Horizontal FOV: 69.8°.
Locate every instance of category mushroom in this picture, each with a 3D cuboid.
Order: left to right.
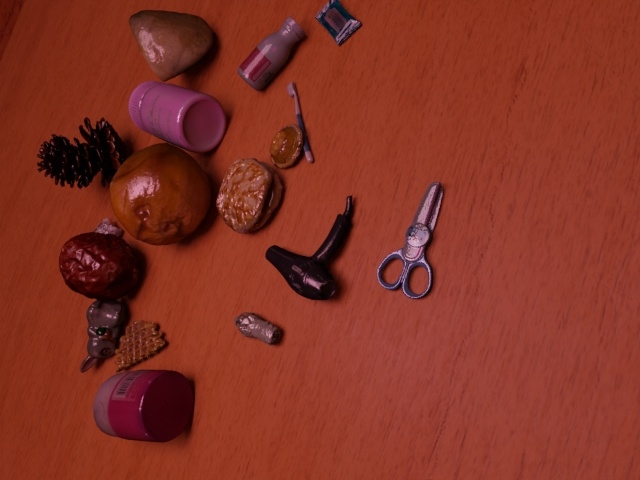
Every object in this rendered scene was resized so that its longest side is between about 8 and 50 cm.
[{"bbox_3d":[-0.483,-0.686,1.508,0.217,0.212,0.292,-32,33,7],"label":"mushroom"}]

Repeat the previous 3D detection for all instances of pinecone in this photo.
[{"bbox_3d":[-0.810,-0.292,1.565,0.246,0.292,0.246,34,135,42],"label":"pinecone"}]

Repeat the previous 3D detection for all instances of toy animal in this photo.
[{"bbox_3d":[-0.671,0.296,1.425,0.138,0.108,0.236,-112,33,-71],"label":"toy animal"}]

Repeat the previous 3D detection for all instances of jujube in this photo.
[{"bbox_3d":[-0.674,0.074,1.412,0.232,0.213,0.213,26,91,26],"label":"jujube"}]

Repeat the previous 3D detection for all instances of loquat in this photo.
[{"bbox_3d":[-0.452,-0.131,1.315,0.276,0.276,0.284,-48,39,11],"label":"loquat"}]

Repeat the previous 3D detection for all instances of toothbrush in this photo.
[{"bbox_3d":[-0.058,-0.327,1.262,0.025,0.019,0.276,-27,63,29],"label":"toothbrush"}]

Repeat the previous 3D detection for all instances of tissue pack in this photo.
[{"bbox_3d":[0.048,-0.611,1.276,0.085,0.028,0.138,-41,64,19],"label":"tissue pack"}]

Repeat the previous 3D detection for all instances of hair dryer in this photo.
[{"bbox_3d":[0.000,0.000,1.115,0.235,0.091,0.272,31,81,45],"label":"hair dryer"}]

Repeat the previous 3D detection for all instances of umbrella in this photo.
[{"bbox_3d":[-0.161,0.218,1.146,0.143,0.062,0.067,11,112,33],"label":"umbrella"}]

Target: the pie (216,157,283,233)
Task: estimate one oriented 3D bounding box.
[{"bbox_3d":[-0.196,-0.120,1.247,0.178,0.084,0.205,18,88,36],"label":"pie"}]

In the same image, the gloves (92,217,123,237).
[{"bbox_3d":[-0.745,0.002,1.560,0.114,0.070,0.153,33,96,34],"label":"gloves"}]

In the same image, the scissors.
[{"bbox_3d":[0.212,-0.005,0.992,0.125,0.030,0.256,19,89,33],"label":"scissors"}]

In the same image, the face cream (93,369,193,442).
[{"bbox_3d":[-0.460,0.427,1.196,0.194,0.175,0.175,-9,71,30],"label":"face cream"}]

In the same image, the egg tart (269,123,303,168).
[{"bbox_3d":[-0.102,-0.258,1.243,0.128,0.049,0.129,-13,71,42],"label":"egg tart"}]

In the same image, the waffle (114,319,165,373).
[{"bbox_3d":[-0.539,0.322,1.354,0.160,0.046,0.192,34,96,35],"label":"waffle"}]

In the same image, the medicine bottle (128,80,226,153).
[{"bbox_3d":[-0.448,-0.389,1.427,0.290,0.178,0.178,24,89,35],"label":"medicine bottle"}]

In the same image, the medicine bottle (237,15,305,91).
[{"bbox_3d":[-0.141,-0.542,1.333,0.216,0.090,0.090,-44,58,12],"label":"medicine bottle"}]
